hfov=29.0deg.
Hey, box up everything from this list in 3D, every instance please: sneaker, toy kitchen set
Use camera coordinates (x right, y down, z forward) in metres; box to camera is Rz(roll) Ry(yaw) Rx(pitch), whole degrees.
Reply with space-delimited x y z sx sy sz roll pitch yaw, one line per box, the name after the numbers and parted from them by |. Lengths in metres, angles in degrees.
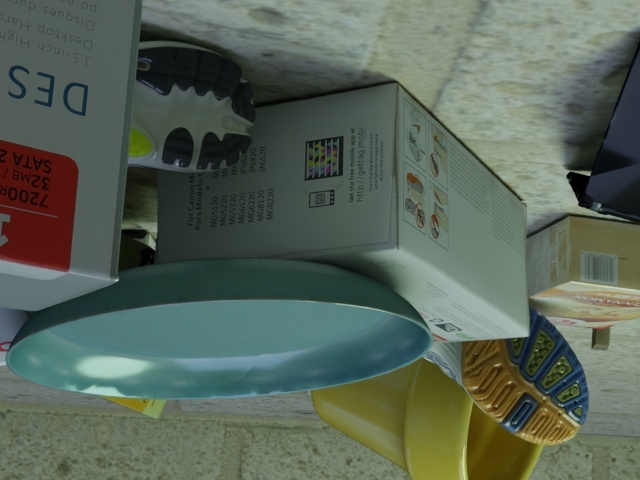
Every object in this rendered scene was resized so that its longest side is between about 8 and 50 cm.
0.147 0.091 1.266 0.296 0.112 0.131 41 175 -2 | sneaker
0.357 0.093 1.430 0.083 0.075 0.068 5 166 6 | toy kitchen set
-0.175 -0.092 0.800 0.275 0.107 0.110 15 170 -38 | sneaker

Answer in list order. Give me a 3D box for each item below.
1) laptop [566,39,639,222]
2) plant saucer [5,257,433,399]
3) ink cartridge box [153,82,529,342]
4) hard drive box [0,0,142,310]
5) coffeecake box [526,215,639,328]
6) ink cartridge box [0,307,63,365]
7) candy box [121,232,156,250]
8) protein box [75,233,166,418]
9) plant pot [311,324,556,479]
0.314 -0.062 0.889 0.234 0.137 0.264 15 -169 6 | laptop
-0.075 0.070 0.935 0.317 0.044 0.317 -3 161 -1 | plant saucer
0.000 0.000 1.034 0.271 0.130 0.309 -7 162 25 | ink cartridge box
-0.168 -0.103 0.492 0.181 0.232 0.089 12 163 -34 | hard drive box
0.270 0.037 1.250 0.142 0.068 0.185 7 165 -16 | coffeecake box
-0.345 -0.010 0.891 0.223 0.129 0.307 -12 152 4 | ink cartridge box
-0.258 0.045 1.365 0.196 0.070 0.165 0 165 11 | candy box
-0.237 0.055 1.154 0.199 0.136 0.201 23 171 16 | protein box
0.130 0.175 1.498 0.239 0.254 0.254 12 172 34 | plant pot
